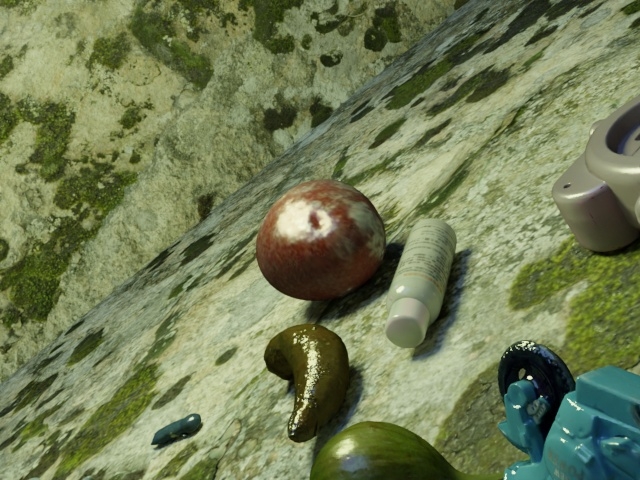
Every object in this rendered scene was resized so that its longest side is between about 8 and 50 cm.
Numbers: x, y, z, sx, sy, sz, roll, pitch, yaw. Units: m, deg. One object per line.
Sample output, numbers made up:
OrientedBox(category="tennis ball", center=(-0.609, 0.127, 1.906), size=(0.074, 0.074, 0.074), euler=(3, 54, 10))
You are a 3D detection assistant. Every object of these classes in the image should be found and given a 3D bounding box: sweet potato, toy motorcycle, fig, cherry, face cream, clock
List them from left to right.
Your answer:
OrientedBox(category="sweet potato", center=(-0.018, 0.183, 1.107), size=(0.124, 0.098, 0.310), euler=(-57, 17, 4))
OrientedBox(category="cherry", center=(0.000, 0.000, 1.389), size=(0.285, 0.213, 0.236), euler=(16, 76, 48))
OrientedBox(category="face cream", center=(0.148, 0.061, 1.128), size=(0.082, 0.082, 0.269), euler=(-27, 17, 30))
OrientedBox(category="fig", center=(0.113, 0.229, 0.712), size=(0.245, 0.149, 0.149), euler=(-13, 20, 10))
OrientedBox(category="toy motorcycle", center=(0.214, 0.180, 0.503), size=(0.123, 0.182, 0.272), euler=(-11, 15, -29))
OrientedBox(category="clock", center=(0.466, -0.112, 0.896), size=(0.295, 0.113, 0.322), euler=(-42, 18, -21))

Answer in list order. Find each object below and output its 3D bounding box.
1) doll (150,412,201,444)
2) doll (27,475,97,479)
OrientedBox(category="doll", center=(-0.251, 0.329, 1.313), size=(0.125, 0.027, 0.037), euler=(-30, 16, 32))
OrientedBox(category="doll", center=(-0.372, 0.446, 1.040), size=(0.195, 0.153, 0.258), euler=(-3, 52, 13))
